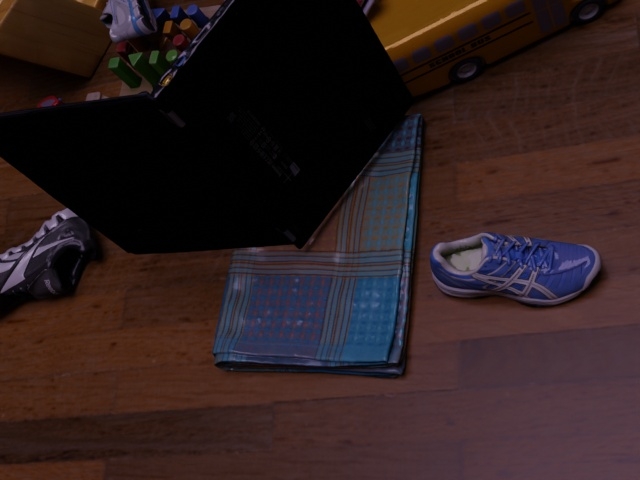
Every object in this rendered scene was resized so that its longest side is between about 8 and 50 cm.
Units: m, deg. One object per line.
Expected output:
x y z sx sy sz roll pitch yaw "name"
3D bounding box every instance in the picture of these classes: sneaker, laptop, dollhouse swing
-0.428 0.052 1.521 0.234 0.078 0.106 -39 55 1 "sneaker"
-0.317 -0.382 1.615 0.083 0.071 0.190 -26 44 12 "sneaker"
-0.143 -0.162 1.268 0.236 0.382 0.408 34 83 33 "laptop"
-0.530 -0.464 1.694 0.347 0.315 0.305 19 96 31 "dollhouse swing"
0.232 0.032 1.227 0.211 0.081 0.080 -5 64 21 "sneaker"

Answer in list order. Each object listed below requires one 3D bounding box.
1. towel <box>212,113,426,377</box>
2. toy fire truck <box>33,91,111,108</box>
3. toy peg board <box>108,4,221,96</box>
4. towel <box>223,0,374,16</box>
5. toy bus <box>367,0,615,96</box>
0.000 0.000 1.373 0.271 0.040 0.370 -2 67 23 "towel"
-0.377 -0.192 1.628 0.135 0.047 0.192 -47 56 -2 "toy fire truck"
-0.251 -0.313 1.607 0.161 0.079 0.160 -1 67 23 "toy peg board"
-0.042 -0.353 1.464 0.237 0.037 0.329 -61 41 33 "towel"
0.227 -0.317 1.360 0.333 0.130 0.108 -25 59 12 "toy bus"
